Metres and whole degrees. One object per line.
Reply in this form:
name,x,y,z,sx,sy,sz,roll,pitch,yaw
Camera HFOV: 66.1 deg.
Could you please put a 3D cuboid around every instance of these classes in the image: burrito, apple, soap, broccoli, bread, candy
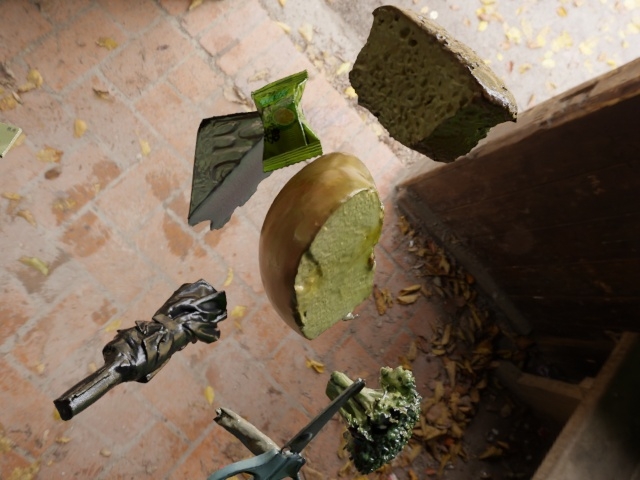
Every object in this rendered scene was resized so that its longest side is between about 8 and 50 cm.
burrito,-0.205,0.587,1.459,0.275,0.082,0.059,30,44,18
apple,0.000,0.000,0.970,0.252,0.314,0.309,-3,126,0
soap,-0.190,-0.177,1.270,0.258,0.159,0.302,-1,79,20
broccoli,0.115,0.414,1.215,0.263,0.243,0.247,-58,147,1
bread,0.099,-0.153,0.480,0.065,0.103,0.187,-2,50,-42
candy,-0.079,-0.275,1.110,0.149,0.069,0.246,-17,70,10

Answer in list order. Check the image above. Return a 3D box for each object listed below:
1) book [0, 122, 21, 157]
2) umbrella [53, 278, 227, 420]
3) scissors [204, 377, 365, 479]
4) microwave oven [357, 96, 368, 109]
book,-0.850,-0.266,1.293,0.077,0.014,0.111,15,51,-12
umbrella,-0.260,0.162,0.761,0.118,0.118,0.340,59,26,-5
scissors,-0.043,0.349,0.825,0.191,0.029,0.360,29,113,-35
microwave oven,0.262,-0.508,1.651,0.240,0.194,0.145,34,56,25
